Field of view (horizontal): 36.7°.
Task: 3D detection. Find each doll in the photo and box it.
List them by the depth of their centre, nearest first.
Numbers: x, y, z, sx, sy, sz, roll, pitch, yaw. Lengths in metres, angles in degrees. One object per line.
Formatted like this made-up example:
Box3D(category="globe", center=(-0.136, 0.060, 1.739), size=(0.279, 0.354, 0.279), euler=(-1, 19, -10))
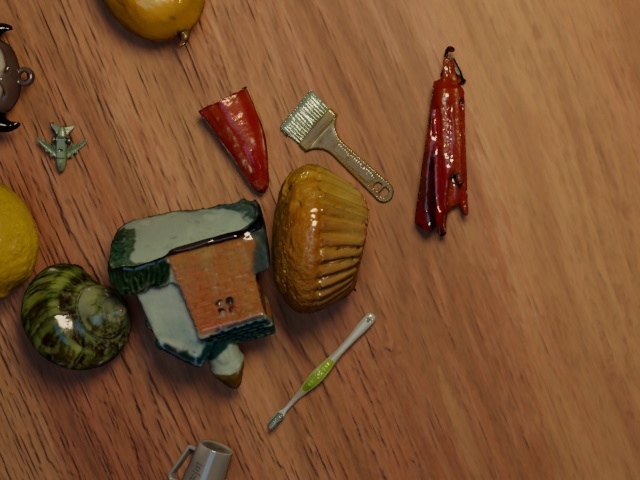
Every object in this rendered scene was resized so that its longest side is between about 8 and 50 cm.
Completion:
Box3D(category="doll", center=(-0.593, -0.258, 1.562), size=(0.257, 0.117, 0.182), euler=(-4, 90, 7))

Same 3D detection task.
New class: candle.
Box3D(category="candle", center=(0.196, -0.157, 1.543), size=(0.084, 0.059, 0.302), euler=(1, 95, -5))

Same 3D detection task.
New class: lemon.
Box3D(category="lemon", center=(-0.544, -0.004, 1.554), size=(0.180, 0.180, 0.193), euler=(-33, 68, 7))

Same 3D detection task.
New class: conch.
Box3D(category="conch", center=(-0.399, 0.121, 1.583), size=(0.181, 0.124, 0.187), euler=(-16, 86, 3))

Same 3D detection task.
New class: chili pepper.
Box3D(category="chili pepper", center=(-0.124, -0.155, 1.567), size=(0.088, 0.065, 0.169), euler=(-23, 97, 7))

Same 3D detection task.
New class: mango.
Box3D(category="mango", center=(-0.278, -0.448, 1.525), size=(0.176, 0.119, 0.317), euler=(-19, 85, 8))

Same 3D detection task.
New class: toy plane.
Box3D(category="toy plane", center=(-0.429, -0.154, 1.601), size=(0.080, 0.033, 0.083), euler=(2, 96, -10))

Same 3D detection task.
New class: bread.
Box3D(category="bread", center=(-0.003, -0.001, 1.490), size=(0.139, 0.240, 0.240), euler=(3, 96, -6))

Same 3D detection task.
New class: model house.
Box3D(category="model house", center=(-0.184, 0.103, 1.557), size=(0.253, 0.184, 0.291), euler=(-14, 108, -1))

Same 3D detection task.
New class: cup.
Box3D(category="cup", center=(-0.207, 0.394, 1.628), size=(0.104, 0.074, 0.116), euler=(21, 94, 31))

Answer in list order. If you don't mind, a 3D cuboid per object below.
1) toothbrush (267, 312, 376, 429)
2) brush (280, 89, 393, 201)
Box3D(category="toothbrush", center=(0.002, 0.218, 1.613), size=(0.022, 0.026, 0.263), euler=(42, 94, -1))
Box3D(category="brush", center=(0.037, -0.143, 1.580), size=(0.218, 0.010, 0.082), euler=(42, 97, -2))
